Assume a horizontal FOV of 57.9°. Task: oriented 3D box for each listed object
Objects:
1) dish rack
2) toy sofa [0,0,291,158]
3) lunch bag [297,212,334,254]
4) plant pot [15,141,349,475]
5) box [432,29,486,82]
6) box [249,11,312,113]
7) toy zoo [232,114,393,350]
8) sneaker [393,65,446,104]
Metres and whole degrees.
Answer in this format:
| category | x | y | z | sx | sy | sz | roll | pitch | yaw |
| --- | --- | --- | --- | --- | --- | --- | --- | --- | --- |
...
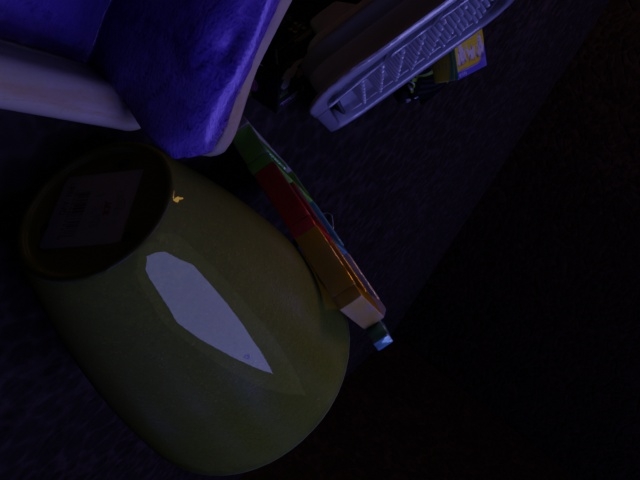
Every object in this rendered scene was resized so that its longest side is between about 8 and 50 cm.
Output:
| category | x | y | z | sx | sy | sz | roll | pitch | yaw |
| --- | --- | --- | --- | --- | --- | --- | --- | --- | --- |
| dish rack | 0.099 | -0.232 | 0.620 | 0.286 | 0.072 | 0.333 | -35 | -179 | 8 |
| toy sofa | -0.071 | -0.224 | 0.268 | 0.362 | 0.177 | 0.150 | -57 | 163 | 15 |
| lunch bag | -0.004 | -0.004 | 1.070 | 0.083 | 0.053 | 0.071 | -52 | 166 | -35 |
| plant pot | -0.138 | 0.054 | 0.561 | 0.274 | 0.275 | 0.293 | -48 | 146 | -15 |
| box | 0.185 | -0.323 | 0.810 | 0.105 | 0.043 | 0.179 | -36 | 118 | -44 |
| box | -0.049 | -0.185 | 0.586 | 0.052 | 0.062 | 0.083 | -44 | 160 | -29 |
| toy zoo | 0.000 | 0.000 | 0.695 | 0.030 | 0.293 | 0.192 | -35 | 163 | 5 |
| sneaker | 0.156 | -0.259 | 0.926 | 0.097 | 0.084 | 0.235 | -56 | 162 | 19 |
